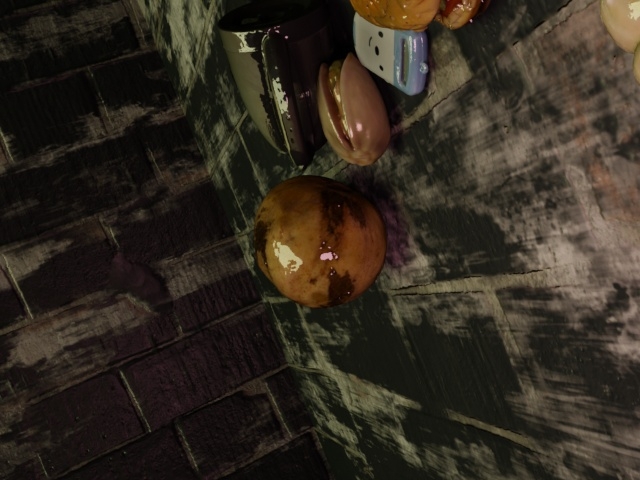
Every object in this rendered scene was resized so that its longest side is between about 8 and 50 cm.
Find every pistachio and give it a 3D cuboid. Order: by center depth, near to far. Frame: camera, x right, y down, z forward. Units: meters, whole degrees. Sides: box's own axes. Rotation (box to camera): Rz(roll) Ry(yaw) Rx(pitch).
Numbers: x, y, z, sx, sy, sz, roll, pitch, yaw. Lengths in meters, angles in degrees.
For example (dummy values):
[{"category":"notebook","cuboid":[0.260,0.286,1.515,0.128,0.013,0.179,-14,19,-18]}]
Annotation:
[{"category":"pistachio","cuboid":[0.064,-0.251,1.169,0.144,0.143,0.215,6,113,69]}]

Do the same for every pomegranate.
[{"category":"pomegranate","cuboid":[0.000,0.000,1.363,0.322,0.321,0.322,53,157,35]}]

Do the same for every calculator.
[{"category":"calculator","cuboid":[0.123,-0.337,1.046,0.210,0.039,0.121,49,155,42]}]

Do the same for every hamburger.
[{"category":"hamburger","cuboid":[0.116,-0.394,0.807,0.244,0.162,0.245,51,156,34]}]

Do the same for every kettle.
[{"category":"kettle","cuboid":[-0.063,-0.310,1.259,0.321,0.228,0.324,-100,-4,-54]}]

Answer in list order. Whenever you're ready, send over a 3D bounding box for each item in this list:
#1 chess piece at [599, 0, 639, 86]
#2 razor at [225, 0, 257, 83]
[{"category":"chess piece","cuboid":[0.344,-0.152,0.531,0.143,0.142,0.261,109,139,-63]},{"category":"razor","cuboid":[-0.178,-0.517,1.543,0.205,0.113,0.349,60,160,28]}]
